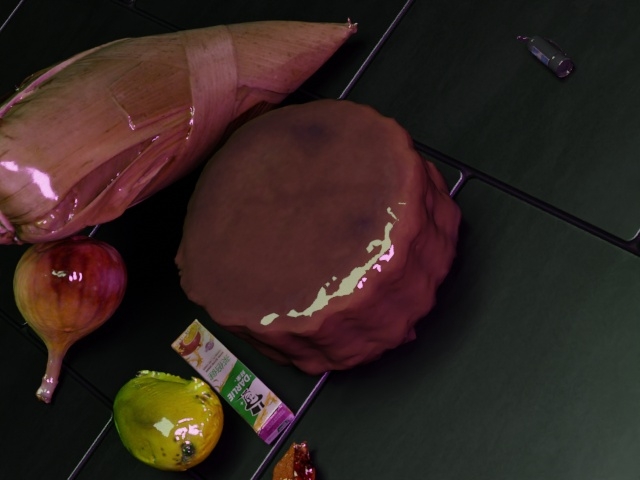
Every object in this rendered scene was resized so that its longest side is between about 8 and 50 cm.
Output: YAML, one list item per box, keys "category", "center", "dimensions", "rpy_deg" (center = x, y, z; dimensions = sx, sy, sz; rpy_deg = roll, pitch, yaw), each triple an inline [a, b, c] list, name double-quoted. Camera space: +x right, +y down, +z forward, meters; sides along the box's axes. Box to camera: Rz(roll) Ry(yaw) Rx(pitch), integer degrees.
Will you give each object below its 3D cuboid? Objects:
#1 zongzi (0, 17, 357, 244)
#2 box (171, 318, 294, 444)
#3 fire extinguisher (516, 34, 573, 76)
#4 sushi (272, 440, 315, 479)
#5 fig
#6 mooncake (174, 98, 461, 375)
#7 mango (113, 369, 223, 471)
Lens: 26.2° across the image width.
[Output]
- category: "zongzi"
  center: [-0.218, -0.160, 1.733]
  dimensions: [0.466, 0.218, 0.500]
  rpy_deg: [-23, 14, 21]
- category: "box"
  center: [-0.111, 0.174, 1.709]
  dimensions: [0.050, 0.041, 0.207]
  rpy_deg: [-47, 47, -5]
- category: "fire extinguisher"
  center: [0.281, -0.235, 1.702]
  dimensions: [0.038, 0.025, 0.083]
  rpy_deg: [-18, 44, -24]
- category: "sushi"
  center: [-0.028, 0.278, 1.587]
  dimensions: [0.047, 0.050, 0.099]
  rpy_deg: [-25, 43, 24]
- category: "fig"
  center: [-0.364, 0.092, 1.861]
  dimensions: [0.231, 0.143, 0.160]
  rpy_deg: [-53, 28, 2]
- category: "mooncake"
  center: [0.000, -0.002, 1.646]
  dimensions: [0.324, 0.187, 0.324]
  rpy_deg: [-14, 58, 24]
- category: "mango"
  center: [-0.191, 0.222, 1.700]
  dimensions: [0.119, 0.100, 0.178]
  rpy_deg: [-29, 33, -26]
